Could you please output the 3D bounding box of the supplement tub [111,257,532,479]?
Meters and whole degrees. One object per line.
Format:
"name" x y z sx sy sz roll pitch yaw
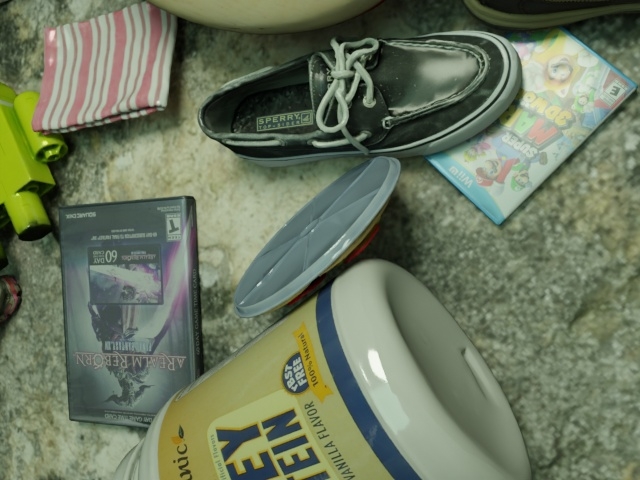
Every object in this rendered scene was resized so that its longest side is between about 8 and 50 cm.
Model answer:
"supplement tub" -0.010 0.189 0.518 0.316 0.228 0.228 -38 77 19

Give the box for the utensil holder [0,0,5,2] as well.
"utensil holder" -0.509 -0.515 0.661 0.327 0.327 0.385 -15 83 22

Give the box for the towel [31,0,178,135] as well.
"towel" -0.258 -0.207 0.699 0.197 0.029 0.144 -6 75 22

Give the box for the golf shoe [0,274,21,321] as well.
"golf shoe" -0.485 0.122 0.792 0.067 0.086 0.186 39 106 16

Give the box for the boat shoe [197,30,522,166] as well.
"boat shoe" 0.025 -0.138 0.553 0.306 0.105 0.113 -1 85 26

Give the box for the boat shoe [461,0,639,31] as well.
"boat shoe" 0.277 -0.241 0.434 0.355 0.130 0.132 -9 87 19

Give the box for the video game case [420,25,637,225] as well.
"video game case" 0.181 -0.114 0.546 0.119 0.015 0.166 46 107 15

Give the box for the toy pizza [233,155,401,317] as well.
"toy pizza" 0.000 0.000 0.540 0.201 0.201 0.032 -39 106 19

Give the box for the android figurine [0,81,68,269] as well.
"android figurine" -0.448 -0.101 0.777 0.248 0.056 0.273 -35 74 15

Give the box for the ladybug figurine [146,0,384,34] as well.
"ladybug figurine" -0.068 -0.353 0.564 0.449 0.162 0.305 36 105 18

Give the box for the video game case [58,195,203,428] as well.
"video game case" -0.233 0.089 0.719 0.196 0.026 0.274 -3 89 23
